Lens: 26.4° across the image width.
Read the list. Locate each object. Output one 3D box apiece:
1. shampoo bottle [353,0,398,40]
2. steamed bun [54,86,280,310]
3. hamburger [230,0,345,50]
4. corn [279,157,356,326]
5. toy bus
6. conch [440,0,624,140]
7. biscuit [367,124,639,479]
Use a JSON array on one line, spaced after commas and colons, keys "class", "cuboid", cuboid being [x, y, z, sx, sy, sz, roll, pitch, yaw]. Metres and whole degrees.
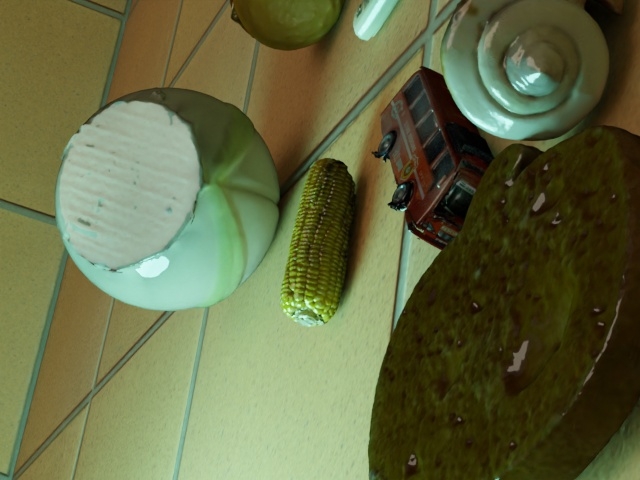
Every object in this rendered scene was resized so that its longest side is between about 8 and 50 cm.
[{"class": "shampoo bottle", "cuboid": [0.082, -0.300, 1.630, 0.141, 0.034, 0.049, -49, 22, 48]}, {"class": "steamed bun", "cuboid": [-0.181, -0.046, 1.811, 0.309, 0.309, 0.309, -55, 24, 40]}, {"class": "hamburger", "cuboid": [-0.049, -0.335, 1.850, 0.115, 0.162, 0.162, -148, 78, -73]}, {"class": "corn", "cuboid": [0.000, 0.000, 1.518, 0.072, 0.072, 0.203, -41, 33, 57]}, {"class": "toy bus", "cuboid": [0.109, -0.077, 1.281, 0.096, 0.073, 0.235, -56, 22, 22]}, {"class": "conch", "cuboid": [0.155, -0.176, 1.139, 0.158, 0.127, 0.255, -64, 18, 12]}, {"class": "biscuit", "cuboid": [0.148, 0.065, 1.043, 0.367, 0.063, 0.314, -48, 25, 48]}]
